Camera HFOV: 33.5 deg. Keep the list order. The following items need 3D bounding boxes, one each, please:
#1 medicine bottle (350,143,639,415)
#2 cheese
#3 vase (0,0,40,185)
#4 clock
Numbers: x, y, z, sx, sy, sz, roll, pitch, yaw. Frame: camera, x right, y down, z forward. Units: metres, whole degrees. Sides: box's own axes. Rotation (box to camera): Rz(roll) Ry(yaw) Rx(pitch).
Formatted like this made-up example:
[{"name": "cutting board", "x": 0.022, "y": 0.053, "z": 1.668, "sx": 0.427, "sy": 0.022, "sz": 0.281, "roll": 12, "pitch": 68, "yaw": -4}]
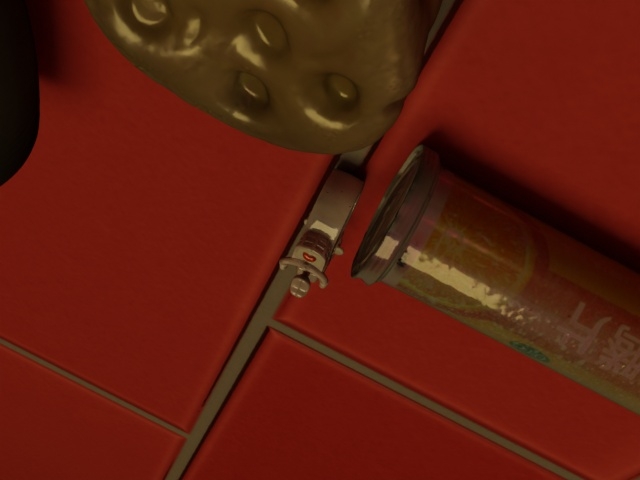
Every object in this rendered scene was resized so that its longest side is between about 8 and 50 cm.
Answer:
[{"name": "medicine bottle", "x": 0.234, "y": 0.074, "z": 0.765, "sx": 0.426, "sy": 0.108, "sz": 0.108, "roll": 27, "pitch": 148, "yaw": -5}, {"name": "cheese", "x": -0.024, "y": -0.158, "z": 0.597, "sx": 0.218, "sy": 0.117, "sz": 0.235, "roll": -9, "pitch": 133, "yaw": 41}, {"name": "vase", "x": -0.267, "y": -0.174, "z": 0.707, "sx": 0.173, "sy": 0.173, "sz": 0.321, "roll": 27, "pitch": 144, "yaw": -1}, {"name": "clock", "x": 0.000, "y": 0.000, "z": 0.838, "sx": 0.041, "sy": 0.087, "sz": 0.129, "roll": 25, "pitch": 155, "yaw": 2}]
